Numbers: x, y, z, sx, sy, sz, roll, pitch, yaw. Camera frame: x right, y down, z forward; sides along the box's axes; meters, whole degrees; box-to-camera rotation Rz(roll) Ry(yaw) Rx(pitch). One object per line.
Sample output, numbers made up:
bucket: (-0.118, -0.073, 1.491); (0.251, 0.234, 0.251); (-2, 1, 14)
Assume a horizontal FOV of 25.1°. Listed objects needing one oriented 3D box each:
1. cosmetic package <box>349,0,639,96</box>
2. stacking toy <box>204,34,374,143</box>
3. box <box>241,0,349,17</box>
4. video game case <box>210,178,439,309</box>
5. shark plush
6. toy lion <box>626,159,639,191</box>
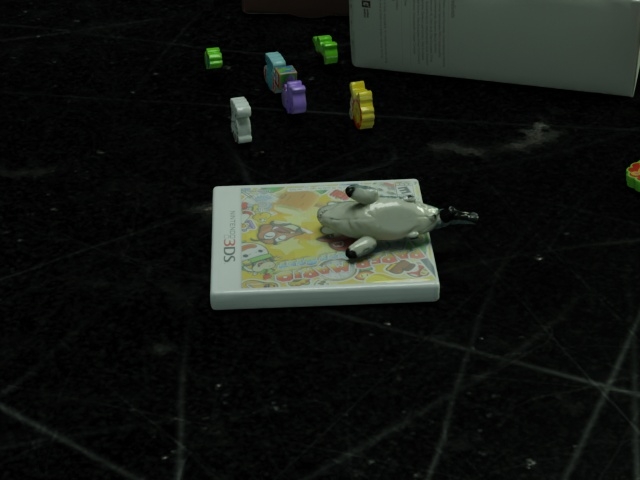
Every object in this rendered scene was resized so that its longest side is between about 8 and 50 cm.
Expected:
cosmetic package: (0.236, -0.315, 1.842); (0.366, 0.155, 0.197); (10, 42, 14)
stacking toy: (-0.044, -0.190, 1.775); (0.167, 0.052, 0.221); (-8, 32, -14)
box: (-0.001, -0.466, 2.115); (0.191, 0.143, 0.381); (2, 35, 4)
video game case: (0.000, 0.000, 1.497); (0.227, 0.026, 0.206); (-2, 33, -2)
shark plush: (0.079, -0.031, 1.473); (0.161, 0.073, 0.067); (-13, 4, -8)
toy lion: (0.395, -0.071, 1.598); (0.100, 0.034, 0.096); (-17, 29, -24)
